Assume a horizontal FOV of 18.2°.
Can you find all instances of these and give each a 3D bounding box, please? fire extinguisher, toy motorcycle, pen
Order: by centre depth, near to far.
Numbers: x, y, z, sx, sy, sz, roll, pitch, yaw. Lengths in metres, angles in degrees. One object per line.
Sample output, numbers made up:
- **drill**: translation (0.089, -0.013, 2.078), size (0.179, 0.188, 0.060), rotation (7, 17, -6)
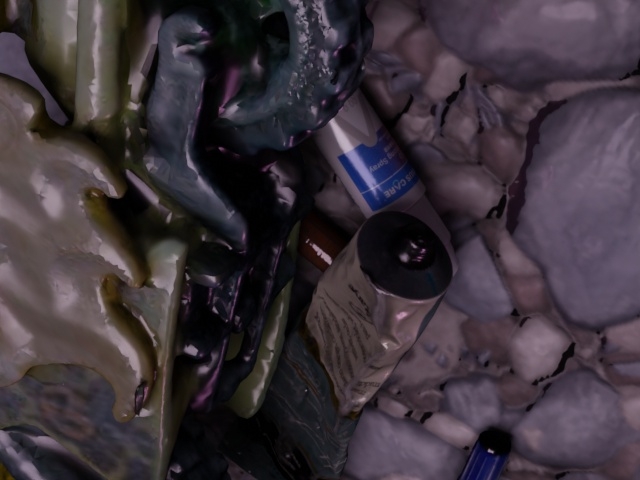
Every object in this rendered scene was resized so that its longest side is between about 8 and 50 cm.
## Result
- **toy motorcycle**: translation (-0.111, -0.006, 0.972), size (0.237, 0.169, 0.410), rotation (26, 124, 16)
- **fire extinguisher**: translation (0.000, 0.000, 1.017), size (0.083, 0.022, 0.028), rotation (40, 156, -2)
- **pen**: translation (0.064, 0.183, 1.097), size (0.025, 0.025, 0.204), rotation (26, 126, 8)

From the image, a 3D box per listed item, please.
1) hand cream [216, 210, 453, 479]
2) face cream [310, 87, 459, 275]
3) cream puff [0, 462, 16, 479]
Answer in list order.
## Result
- **hand cream**: translation (0.012, 0.065, 1.022), size (0.075, 0.052, 0.248), rotation (54, 148, 21)
- **face cream**: translation (0.027, -0.032, 0.980), size (0.034, 0.034, 0.130), rotation (-25, 106, 33)
- **cream puff**: translation (-0.208, 0.141, 1.135), size (0.146, 0.116, 0.146), rotation (17, 126, 24)
